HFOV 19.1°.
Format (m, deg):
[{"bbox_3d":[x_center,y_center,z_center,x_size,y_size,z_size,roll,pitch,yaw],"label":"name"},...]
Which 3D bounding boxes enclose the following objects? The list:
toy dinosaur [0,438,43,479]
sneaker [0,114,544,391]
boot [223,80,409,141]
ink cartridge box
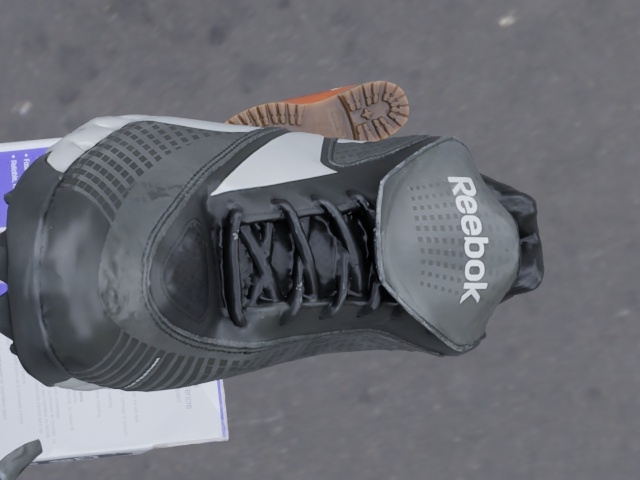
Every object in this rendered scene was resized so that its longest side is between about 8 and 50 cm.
[{"bbox_3d":[-0.250,0.149,0.904,0.218,0.322,0.164,-10,64,-31],"label":"toy dinosaur"},{"bbox_3d":[0.000,0.000,0.561,0.234,0.106,0.078,-4,92,-63],"label":"sneaker"},{"bbox_3d":[-0.013,-0.090,1.531,0.158,0.084,0.059,-14,100,-10],"label":"boot"},{"bbox_3d":[-0.170,0.039,1.216,0.208,0.045,0.206,-6,84,0],"label":"ink cartridge box"}]
